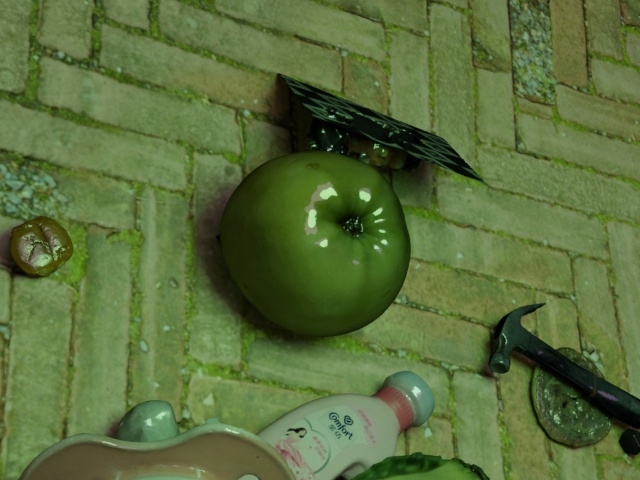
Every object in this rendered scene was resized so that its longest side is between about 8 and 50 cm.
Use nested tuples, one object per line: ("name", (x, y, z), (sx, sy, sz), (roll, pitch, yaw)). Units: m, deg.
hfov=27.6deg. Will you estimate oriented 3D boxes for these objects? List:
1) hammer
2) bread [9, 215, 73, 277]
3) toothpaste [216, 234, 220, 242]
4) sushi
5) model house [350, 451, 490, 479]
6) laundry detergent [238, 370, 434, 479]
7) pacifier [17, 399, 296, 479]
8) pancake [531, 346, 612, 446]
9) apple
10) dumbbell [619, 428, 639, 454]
("hammer", (0.384, 0.197, 1.961), (0.290, 0.037, 0.137), (31, 54, -14))
("bread", (-0.363, 0.009, 1.686), (0.083, 0.046, 0.081), (2, 68, -28))
("toothpaste", (-0.109, -0.013, 1.850), (0.083, 0.015, 0.024), (-29, 74, -30))
("sushi", (0.078, -0.144, 1.922), (0.294, 0.059, 0.292), (20, 14, -16))
("model house", (0.121, 0.458, 1.579), (0.321, 0.261, 0.266), (-46, 121, -44))
("laundry detergent", (0.019, 0.282, 1.730), (0.335, 0.088, 0.159), (-29, 92, -35))
("pacifier", (-0.192, 0.302, 1.529), (0.332, 0.220, 0.273), (-5, 67, -5))
("pancake", (0.380, 0.238, 1.979), (0.158, 0.028, 0.158), (12, 63, -24))
("apple", (0.000, 0.000, 1.763), (0.262, 0.262, 0.262), (12, 62, -23))
("dumbbell", (0.498, 0.298, 2.006), (0.083, 0.040, 0.036), (-22, 111, -34))
